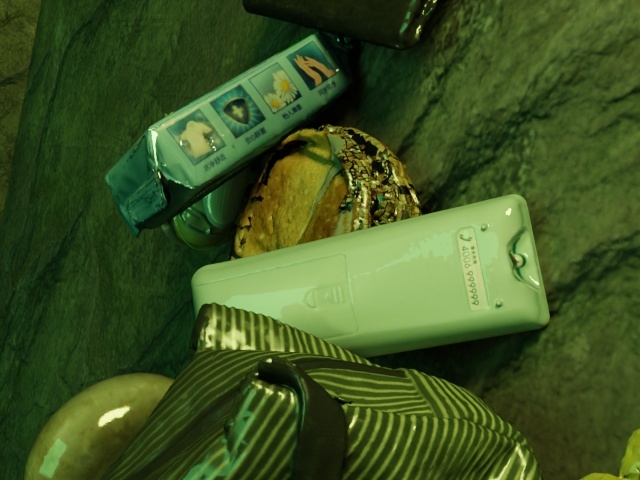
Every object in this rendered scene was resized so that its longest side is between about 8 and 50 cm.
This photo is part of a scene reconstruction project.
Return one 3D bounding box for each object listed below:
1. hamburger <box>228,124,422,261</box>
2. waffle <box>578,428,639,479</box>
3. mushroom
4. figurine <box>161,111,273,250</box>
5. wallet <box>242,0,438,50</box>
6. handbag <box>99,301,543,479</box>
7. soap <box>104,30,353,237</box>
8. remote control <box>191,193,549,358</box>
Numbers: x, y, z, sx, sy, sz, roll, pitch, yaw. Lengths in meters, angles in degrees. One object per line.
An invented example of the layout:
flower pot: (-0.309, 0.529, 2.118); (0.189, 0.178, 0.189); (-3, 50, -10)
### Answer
hamburger: (0.000, 0.000, 0.787); (0.231, 0.107, 0.231); (-29, 55, 53)
waffle: (0.207, 0.215, 0.362); (0.291, 0.051, 0.291); (-11, 50, 14)
mushroom: (-0.202, 0.280, 0.925); (0.243, 0.243, 0.243); (-18, 68, 55)
figurine: (-0.135, -0.084, 1.004); (0.184, 0.128, 0.208); (-65, 28, 30)
wallet: (0.031, -0.288, 0.820); (0.170, 0.044, 0.321); (-58, 35, 1)
handbag: (-0.037, 0.211, 0.557); (0.340, 0.240, 0.247); (-54, 16, 1)
soap: (-0.088, -0.112, 0.835); (0.077, 0.293, 0.156); (55, 145, -5)
remote control: (0.025, 0.043, 0.655); (0.293, 0.051, 0.103); (-13, 81, 22)
